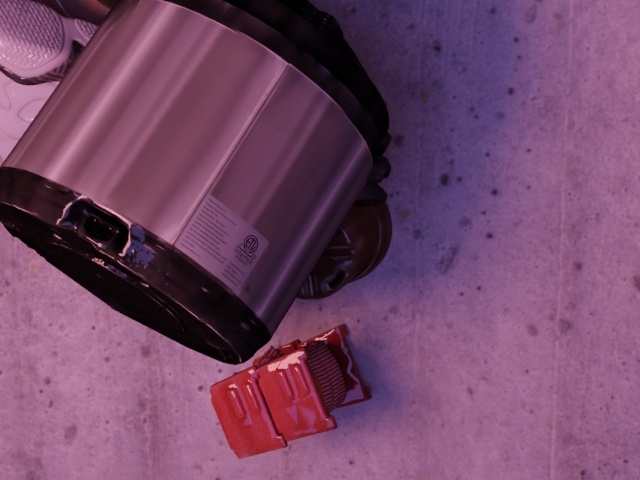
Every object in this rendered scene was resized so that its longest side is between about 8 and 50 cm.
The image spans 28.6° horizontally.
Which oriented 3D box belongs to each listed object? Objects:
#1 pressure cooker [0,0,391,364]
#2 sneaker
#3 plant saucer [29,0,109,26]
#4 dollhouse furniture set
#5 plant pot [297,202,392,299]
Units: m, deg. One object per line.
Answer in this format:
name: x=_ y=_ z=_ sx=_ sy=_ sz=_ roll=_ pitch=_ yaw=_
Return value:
pressure cooker: x=-0.122 y=-0.110 z=1.453 sx=0.376 sy=0.370 sz=0.420 roll=26 pitch=75 yaw=21
sneaker: x=-0.318 y=-0.179 z=1.742 sx=0.366 sy=0.137 sz=0.210 roll=22 pitch=131 yaw=-14
plant saucer: x=-0.313 y=-0.366 z=1.744 sx=0.199 sy=0.036 sz=0.198 roll=3 pitch=105 yaw=12
dollhouse furniture set: x=-0.087 y=0.092 z=1.725 sx=0.152 sy=0.201 sz=0.374 roll=-22 pitch=91 yaw=17
plant pot: x=0.000 y=0.000 z=1.693 sx=0.167 sy=0.165 sz=0.166 roll=3 pitch=104 yaw=13
